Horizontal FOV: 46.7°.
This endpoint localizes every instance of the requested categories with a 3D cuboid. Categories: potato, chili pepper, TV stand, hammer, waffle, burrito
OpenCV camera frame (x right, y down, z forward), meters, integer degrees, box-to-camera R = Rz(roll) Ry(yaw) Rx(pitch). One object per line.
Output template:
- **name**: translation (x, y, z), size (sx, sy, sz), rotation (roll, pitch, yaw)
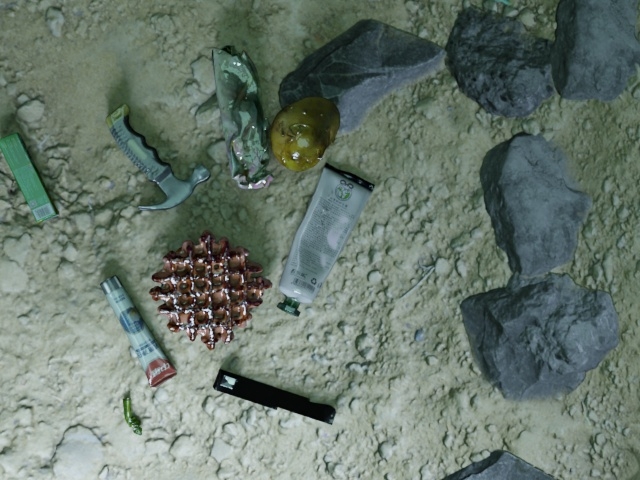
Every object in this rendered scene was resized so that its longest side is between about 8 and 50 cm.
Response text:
- **potato**: translation (-0.034, -0.221, 1.523), size (0.137, 0.137, 0.176), rotation (43, 46, -8)
- **chili pepper**: translation (-0.378, 0.354, 1.484), size (0.027, 0.022, 0.083), rotation (-22, 89, -11)
- **TV stand**: translation (-0.094, 0.327, 1.535), size (0.256, 0.049, 0.040), rotation (21, 83, -11)
- **hammer**: translation (-0.350, -0.167, 1.500), size (0.159, 0.041, 0.226), rotation (-40, 97, -13)
- **waffle**: translation (-0.223, 0.097, 1.487), size (0.234, 0.055, 0.221), rotation (41, 87, -28)
- **burrito**: translation (-0.161, -0.257, 1.531), size (0.096, 0.066, 0.309), rotation (-10, 89, -15)

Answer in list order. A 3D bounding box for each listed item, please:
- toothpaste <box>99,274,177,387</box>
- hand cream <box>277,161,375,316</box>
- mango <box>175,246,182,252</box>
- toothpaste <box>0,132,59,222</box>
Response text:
- **toothpaste**: translation (-0.368, 0.181, 1.486), size (0.062, 0.039, 0.239), rotation (-30, 97, -19)
- **hand cream**: translation (0.000, 0.000, 1.567), size (0.121, 0.076, 0.336), rotation (28, 76, -15)
- **mango**: translation (-0.272, 0.052, 1.506), size (0.060, 0.046, 0.089), rotation (8, 90, -14)
- **toothpaste**: translation (-0.570, -0.122, 1.451), size (0.043, 0.037, 0.178), rotation (-26, 93, -9)
